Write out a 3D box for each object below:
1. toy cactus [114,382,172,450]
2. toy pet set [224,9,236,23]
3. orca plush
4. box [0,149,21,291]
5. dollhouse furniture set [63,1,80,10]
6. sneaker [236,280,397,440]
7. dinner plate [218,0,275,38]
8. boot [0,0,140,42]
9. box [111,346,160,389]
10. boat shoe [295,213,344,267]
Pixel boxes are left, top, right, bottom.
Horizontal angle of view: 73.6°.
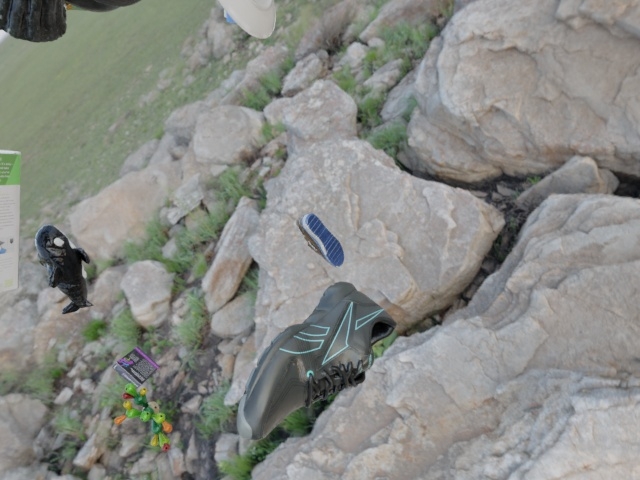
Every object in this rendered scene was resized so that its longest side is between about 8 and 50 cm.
[{"bbox_3d":[-0.518,0.525,1.279,0.112,0.219,0.180,-44,2,-18],"label":"toy cactus"},{"bbox_3d":[-0.223,-0.620,1.090,0.122,0.114,0.065,-22,45,-33],"label":"toy pet set"},{"bbox_3d":[-0.735,0.103,1.191,0.151,0.287,0.102,13,32,-2],"label":"orca plush"},{"bbox_3d":[-0.739,-0.029,0.871,0.058,0.232,0.322,14,102,15],"label":"box"},{"bbox_3d":[-0.392,-0.381,0.688,0.076,0.058,0.151,-15,50,-30],"label":"dollhouse furniture set"},{"bbox_3d":[0.005,0.147,0.539,0.106,0.101,0.267,27,42,21],"label":"sneaker"},{"bbox_3d":[-0.080,-0.276,0.425,0.017,0.141,0.141,-12,51,24],"label":"dinner plate"},{"bbox_3d":[-0.308,-0.308,0.465,0.260,0.131,0.348,-40,69,38],"label":"boot"},{"bbox_3d":[-0.649,0.447,1.513,0.029,0.116,0.162,-47,2,3],"label":"box"},{"bbox_3d":[0.000,0.000,1.178,0.066,0.183,0.066,-4,37,50],"label":"boat shoe"}]
